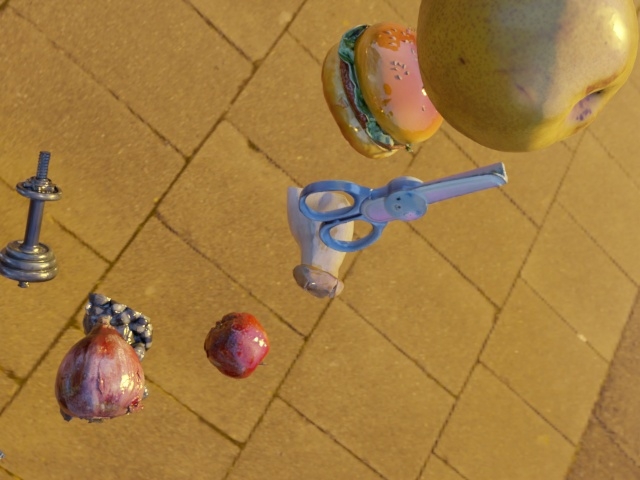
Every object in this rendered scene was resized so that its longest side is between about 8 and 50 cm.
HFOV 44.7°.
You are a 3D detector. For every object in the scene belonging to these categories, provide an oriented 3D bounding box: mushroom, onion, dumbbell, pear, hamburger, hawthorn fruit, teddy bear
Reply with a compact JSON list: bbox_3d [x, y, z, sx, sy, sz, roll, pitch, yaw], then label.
[{"bbox_3d":[0.000,0.000,1.237,0.116,0.093,0.225,12,52,-21],"label":"mushroom"},{"bbox_3d":[-0.397,0.229,1.403,0.160,0.159,0.194,6,70,-30],"label":"onion"},{"bbox_3d":[-0.502,-0.034,1.369,0.110,0.110,0.254,7,108,-30],"label":"dumbbell"},{"bbox_3d":[0.186,-0.192,0.729,0.209,0.209,0.208,4,82,-31],"label":"pear"},{"bbox_3d":[0.124,-0.267,1.355,0.246,0.170,0.246,31,50,-46],"label":"hamburger"},{"bbox_3d":[-0.108,0.143,1.049,0.093,0.093,0.093,4,82,-31],"label":"hawthorn fruit"},{"bbox_3d":[-0.410,0.244,1.559,0.171,0.144,0.250,16,72,-30],"label":"teddy bear"}]

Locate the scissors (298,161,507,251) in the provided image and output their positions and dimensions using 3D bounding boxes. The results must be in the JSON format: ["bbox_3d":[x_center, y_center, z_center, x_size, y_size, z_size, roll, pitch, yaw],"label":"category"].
[{"bbox_3d":[0.101,-0.051,0.954,0.125,0.256,0.030,52,33,-40],"label":"scissors"}]

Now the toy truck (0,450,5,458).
[{"bbox_3d":[-0.666,0.337,1.435,0.201,0.074,0.088,47,62,-8],"label":"toy truck"}]
